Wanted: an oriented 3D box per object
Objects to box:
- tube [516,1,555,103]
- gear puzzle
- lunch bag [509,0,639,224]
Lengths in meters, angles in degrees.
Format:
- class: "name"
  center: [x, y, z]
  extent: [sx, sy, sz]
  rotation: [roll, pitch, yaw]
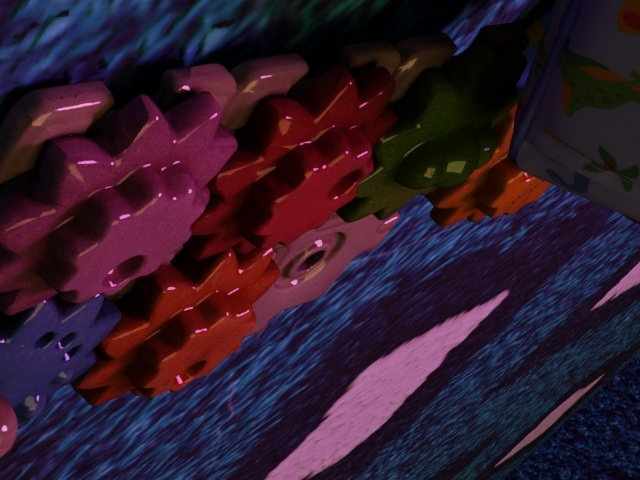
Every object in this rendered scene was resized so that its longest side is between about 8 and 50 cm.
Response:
- class: "tube"
  center: [0.135, -0.102, 0.623]
  extent: [0.207, 0.052, 0.080]
  rotation: [-39, 155, 18]
- class: "gear puzzle"
  center: [0.000, 0.000, 0.532]
  extent: [0.339, 0.044, 0.175]
  rotation: [-16, 152, -49]
- class: "lunch bag"
  center: [0.141, -0.109, 0.459]
  extent: [0.176, 0.090, 0.219]
  rotation: [-60, 173, -22]
